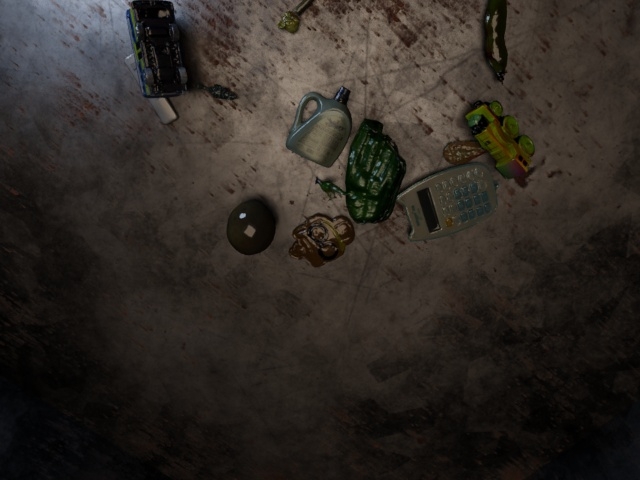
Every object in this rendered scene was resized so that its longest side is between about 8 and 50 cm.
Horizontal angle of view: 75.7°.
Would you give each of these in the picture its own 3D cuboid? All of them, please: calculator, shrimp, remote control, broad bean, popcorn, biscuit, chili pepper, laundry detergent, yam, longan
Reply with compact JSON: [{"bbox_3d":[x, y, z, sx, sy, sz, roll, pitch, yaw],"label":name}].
[{"bbox_3d":[0.499,-0.151,1.595,0.387,0.054,0.256,-19,108,8],"label":"calculator"},{"bbox_3d":[0.553,-0.332,1.536,0.184,0.043,0.091,-7,117,12],"label":"shrimp"},{"bbox_3d":[-0.618,-0.555,1.512,0.067,0.029,0.260,-26,109,10],"label":"remote control"},{"bbox_3d":[0.589,-0.697,1.386,0.077,0.061,0.338,-11,110,-1],"label":"broad bean"},{"bbox_3d":[-0.110,-0.741,1.403,0.083,0.059,0.068,-9,110,15],"label":"popcorn"},{"bbox_3d":[0.000,0.000,1.679,0.291,0.041,0.208,-27,106,11],"label":"biscuit"},{"bbox_3d":[0.203,-0.244,1.508,0.213,0.167,0.384,10,119,10],"label":"chili pepper"},{"bbox_3d":[0.012,-0.426,1.487,0.215,0.105,0.280,25,111,-4],"label":"laundry detergent"},{"bbox_3d":[-0.033,-0.813,1.388,0.129,0.027,0.033,-37,65,16],"label":"yam"},{"bbox_3d":[-0.269,-0.043,1.597,0.197,0.196,0.220,16,113,-3],"label":"longan"}]

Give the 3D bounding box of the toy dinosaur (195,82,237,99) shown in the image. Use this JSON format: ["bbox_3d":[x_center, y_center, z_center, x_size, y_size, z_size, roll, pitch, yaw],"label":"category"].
[{"bbox_3d":[-0.375,-0.538,1.491,0.154,0.055,0.049,14,114,-5],"label":"toy dinosaur"}]

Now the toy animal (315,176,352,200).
[{"bbox_3d":[0.052,-0.179,1.549,0.041,0.217,0.074,-30,128,-23],"label":"toy animal"}]

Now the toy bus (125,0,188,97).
[{"bbox_3d":[-0.549,-0.635,1.388,0.138,0.175,0.287,-14,112,-26],"label":"toy bus"}]

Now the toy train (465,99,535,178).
[{"bbox_3d":[0.632,-0.361,1.455,0.296,0.100,0.160,42,63,-12],"label":"toy train"}]
